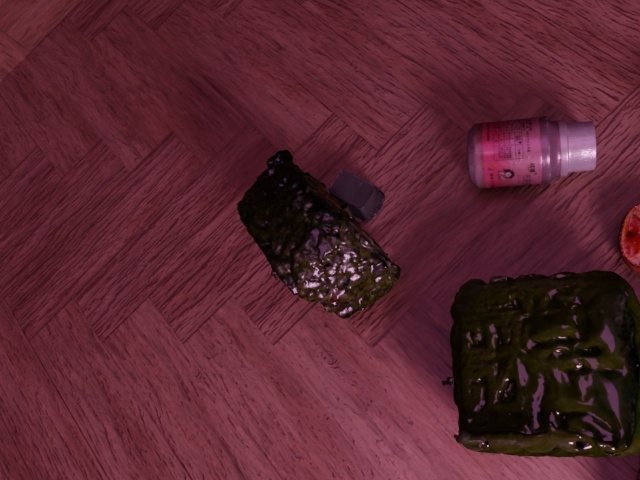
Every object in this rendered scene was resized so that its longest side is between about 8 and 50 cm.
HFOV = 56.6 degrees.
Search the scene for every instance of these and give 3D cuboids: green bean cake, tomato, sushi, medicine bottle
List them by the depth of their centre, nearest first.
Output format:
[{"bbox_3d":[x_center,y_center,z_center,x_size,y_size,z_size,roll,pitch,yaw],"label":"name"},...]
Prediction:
[{"bbox_3d":[0.393,0.216,1.056,0.335,0.218,0.319,-12,65,30],"label":"green bean cake"},{"bbox_3d":[0.654,0.004,1.145,0.156,0.069,0.155,-8,67,19],"label":"tomato"},{"bbox_3d":[0.437,-0.186,1.244,0.247,0.147,0.147,-2,72,19],"label":"medicine bottle"},{"bbox_3d":[0.000,0.000,1.248,0.178,0.294,0.352,-46,50,8],"label":"sushi"}]

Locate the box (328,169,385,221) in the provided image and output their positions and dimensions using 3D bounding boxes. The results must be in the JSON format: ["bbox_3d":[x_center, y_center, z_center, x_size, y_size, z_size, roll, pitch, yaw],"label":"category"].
[{"bbox_3d":[0.081,-0.108,1.381,0.122,0.069,0.084,29,82,25],"label":"box"}]

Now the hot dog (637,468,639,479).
[{"bbox_3d":[0.727,0.367,0.936,0.366,0.196,0.367,12,79,19],"label":"hot dog"}]
